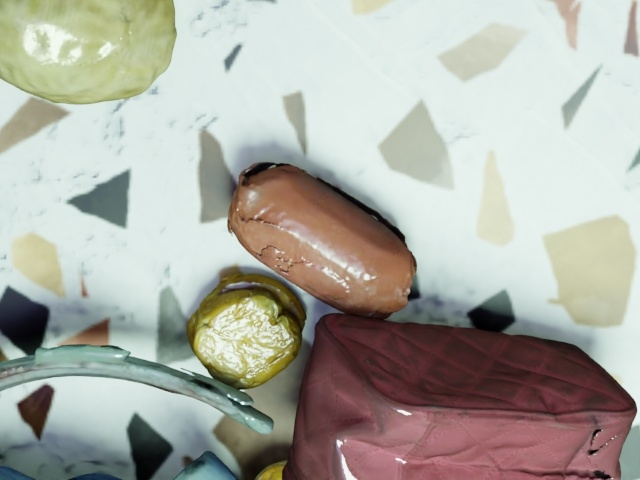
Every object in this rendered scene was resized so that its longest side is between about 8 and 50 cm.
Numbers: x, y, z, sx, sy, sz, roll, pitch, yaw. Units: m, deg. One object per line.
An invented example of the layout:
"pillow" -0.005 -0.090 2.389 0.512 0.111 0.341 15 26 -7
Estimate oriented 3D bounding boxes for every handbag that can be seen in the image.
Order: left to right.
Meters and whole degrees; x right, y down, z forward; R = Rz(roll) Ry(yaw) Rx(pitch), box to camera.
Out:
"handbag" 0.089 0.136 1.195 0.225 0.146 0.135 6 108 -26

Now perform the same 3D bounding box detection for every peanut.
"peanut" -0.209 -0.156 1.163 0.236 0.120 0.110 14 144 -7

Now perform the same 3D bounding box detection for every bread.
"bread" -0.052 0.065 1.253 0.081 0.046 0.083 12 103 -6

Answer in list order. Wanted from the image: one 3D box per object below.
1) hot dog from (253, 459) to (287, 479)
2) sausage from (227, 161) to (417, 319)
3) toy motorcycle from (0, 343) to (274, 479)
"hot dog" -0.017 0.261 1.293 0.104 0.076 0.250 15 102 19
"sausage" 0.000 0.000 1.219 0.141 0.076 0.076 32 104 -8
"toy motorcycle" -0.164 0.198 1.211 0.319 0.182 0.241 14 118 5
